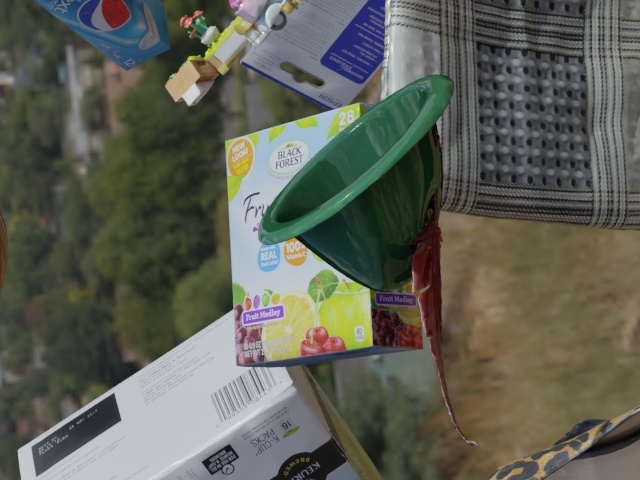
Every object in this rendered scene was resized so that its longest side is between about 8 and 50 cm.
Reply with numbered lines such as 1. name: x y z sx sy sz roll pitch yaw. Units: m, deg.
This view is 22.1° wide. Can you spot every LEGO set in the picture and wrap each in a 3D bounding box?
1. LEGO set: -0.100 -0.248 1.701 0.107 0.132 0.287 41 155 -11

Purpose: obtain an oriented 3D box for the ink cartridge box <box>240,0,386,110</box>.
1. ink cartridge box: 0.054 -0.341 2.272 0.371 0.176 0.069 -49 24 38

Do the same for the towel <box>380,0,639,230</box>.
1. towel: 0.198 -0.178 1.533 0.056 0.312 0.324 164 110 -65

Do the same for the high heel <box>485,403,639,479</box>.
1. high heel: 0.239 0.169 1.204 0.261 0.186 0.093 -22 94 45

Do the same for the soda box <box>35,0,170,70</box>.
1. soda box: -0.258 -0.279 1.864 0.210 0.067 0.071 36 -144 -52

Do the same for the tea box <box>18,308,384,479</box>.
1. tea box: -0.107 0.306 1.819 0.323 0.329 0.220 55 -178 -29

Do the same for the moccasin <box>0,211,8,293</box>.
1. moccasin: -0.459 -0.028 2.003 0.380 0.139 0.147 99 176 -48

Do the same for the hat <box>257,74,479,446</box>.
1. hat: 0.071 0.013 1.193 0.183 0.208 0.173 49 155 -14

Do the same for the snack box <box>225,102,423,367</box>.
1. snack box: 0.000 0.000 1.417 0.174 0.070 0.207 -13 76 45
